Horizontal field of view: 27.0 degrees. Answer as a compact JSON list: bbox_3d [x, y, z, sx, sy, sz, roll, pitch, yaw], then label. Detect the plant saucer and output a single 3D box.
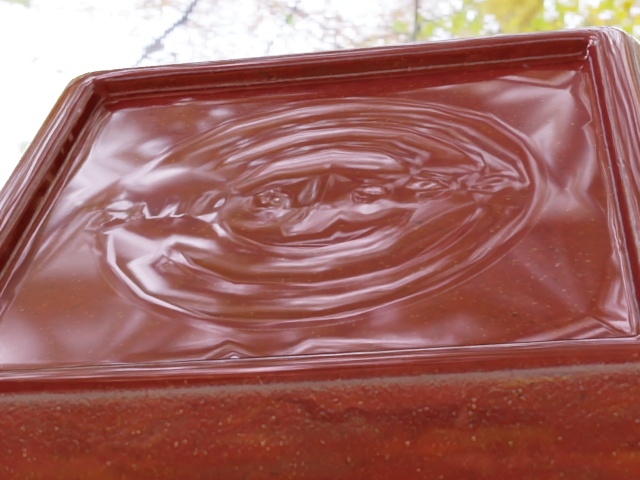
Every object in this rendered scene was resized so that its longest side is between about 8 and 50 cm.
[{"bbox_3d":[0.000,0.000,0.411,0.259,0.258,0.048,-79,-17,-58],"label":"plant saucer"}]
